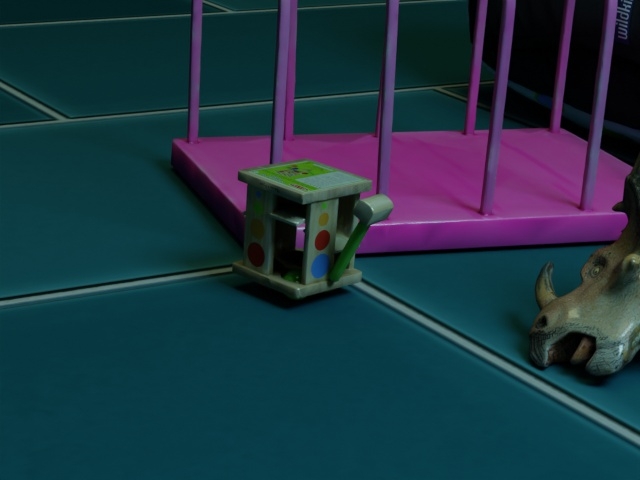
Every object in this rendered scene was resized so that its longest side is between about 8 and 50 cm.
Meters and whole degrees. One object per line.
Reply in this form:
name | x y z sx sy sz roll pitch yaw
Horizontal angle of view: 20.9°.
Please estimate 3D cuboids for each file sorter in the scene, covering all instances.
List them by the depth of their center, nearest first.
file sorter | 0.074 -0.110 1.092 0.290 0.182 0.202 -3 19 -19

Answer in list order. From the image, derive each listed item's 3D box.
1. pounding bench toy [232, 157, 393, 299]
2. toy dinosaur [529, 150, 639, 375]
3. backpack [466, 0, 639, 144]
pounding bench toy | 0.000 0.000 0.926 0.052 0.065 0.083 -13 24 -43
toy dinosaur | 0.260 0.000 0.904 0.295 0.127 0.200 -5 12 -42
backpack | 0.258 -0.200 1.311 0.273 0.290 0.355 -2 10 -44
